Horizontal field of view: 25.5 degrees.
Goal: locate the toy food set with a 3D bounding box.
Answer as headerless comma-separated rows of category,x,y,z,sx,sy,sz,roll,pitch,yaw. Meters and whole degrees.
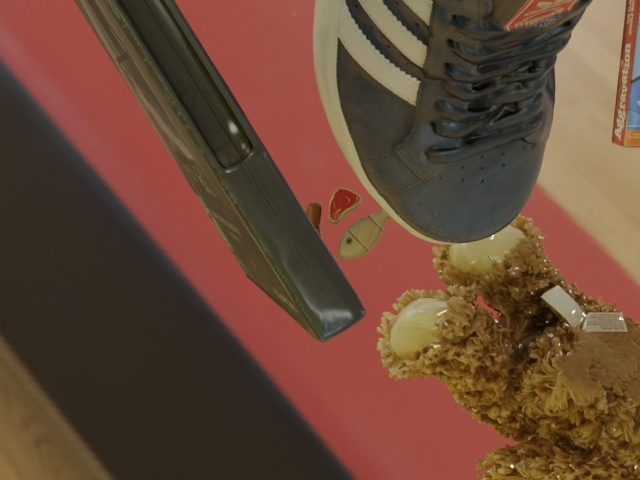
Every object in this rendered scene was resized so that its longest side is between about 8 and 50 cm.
toy food set,0.000,0.000,1.236,0.078,0.122,0.019,38,-7,13

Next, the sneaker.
sneaker,0.078,-0.115,0.652,0.131,0.350,0.148,-25,43,-16

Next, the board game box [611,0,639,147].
board game box,0.390,-0.152,1.228,0.281,0.145,0.027,-1,13,-18

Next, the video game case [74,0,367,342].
video game case,-0.079,-0.091,0.581,0.274,0.026,0.196,58,-6,-11

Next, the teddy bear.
teddy bear,0.204,0.113,1.045,0.338,0.113,0.245,19,51,4
